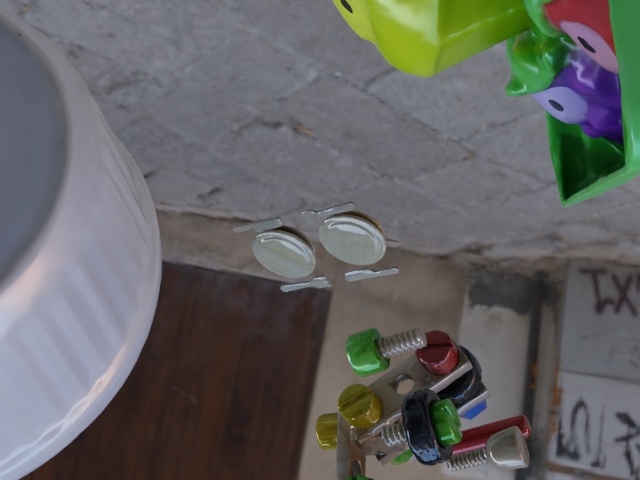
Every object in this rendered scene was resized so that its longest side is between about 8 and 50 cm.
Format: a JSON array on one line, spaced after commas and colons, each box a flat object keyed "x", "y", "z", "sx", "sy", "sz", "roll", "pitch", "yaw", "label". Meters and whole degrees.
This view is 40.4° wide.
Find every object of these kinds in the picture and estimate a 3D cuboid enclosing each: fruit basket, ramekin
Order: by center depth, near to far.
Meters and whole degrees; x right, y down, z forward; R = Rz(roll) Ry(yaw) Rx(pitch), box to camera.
[{"x": -0.218, "y": -0.009, "z": 0.427, "sx": 0.273, "sy": 0.272, "sz": 0.127, "roll": 11, "pitch": 151, "yaw": -1, "label": "ramekin"}, {"x": 0.146, "y": -0.168, "z": 0.607, "sx": 0.392, "sy": 0.282, "sz": 0.392, "roll": -7, "pitch": 177, "yaw": 0, "label": "fruit basket"}]

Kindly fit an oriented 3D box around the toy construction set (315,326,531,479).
[{"x": 0.060, "y": 0.230, "z": 0.809, "sx": 0.237, "sy": 0.257, "sz": 0.309, "roll": -20, "pitch": 166, "yaw": 21, "label": "toy construction set"}]

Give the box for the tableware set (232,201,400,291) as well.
[{"x": 0.000, "y": 0.000, "z": 1.102, "sx": 0.194, "sy": 0.039, "sz": 0.128, "roll": -11, "pitch": 130, "yaw": 35, "label": "tableware set"}]
